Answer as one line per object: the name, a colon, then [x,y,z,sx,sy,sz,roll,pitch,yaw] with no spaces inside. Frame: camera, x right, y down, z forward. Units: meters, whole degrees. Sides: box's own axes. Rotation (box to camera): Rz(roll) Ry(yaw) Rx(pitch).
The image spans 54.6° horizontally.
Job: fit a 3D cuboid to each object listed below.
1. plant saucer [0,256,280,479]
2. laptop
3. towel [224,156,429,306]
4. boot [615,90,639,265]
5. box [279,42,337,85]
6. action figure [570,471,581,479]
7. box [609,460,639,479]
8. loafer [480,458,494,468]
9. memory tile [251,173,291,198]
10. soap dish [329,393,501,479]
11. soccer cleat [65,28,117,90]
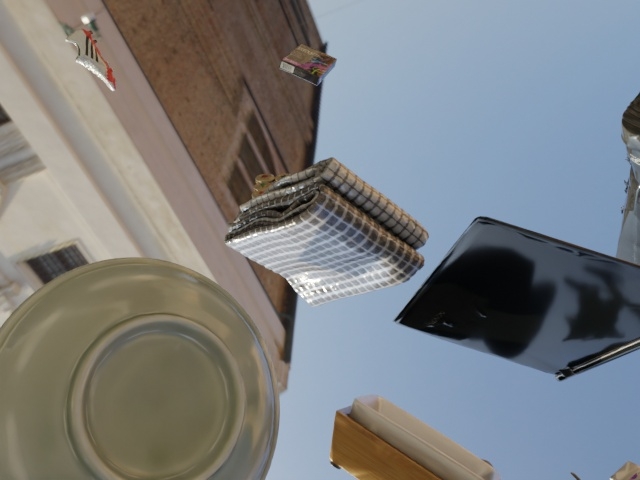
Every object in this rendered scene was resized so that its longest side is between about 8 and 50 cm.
plant saucer: [-0.209,0.205,0.773,0.100,0.400,0.400,-28,-161,53]
laptop: [0.361,0.028,0.827,0.408,0.382,0.236,-35,-104,-20]
towel: [0.000,0.000,1.022,0.283,0.235,0.121,-20,-133,48]
boot: [0.705,-0.162,1.181,0.367,0.445,0.146,-41,-133,-7]
box: [-0.032,-0.488,1.707,0.116,0.029,0.162,25,-143,4]
action figure: [0.433,0.518,1.022,0.140,0.276,0.164,5,-167,-20]
box: [0.609,0.582,1.210,0.067,0.324,0.063,-24,-154,-26]
loafer: [0.325,0.534,1.144,0.094,0.251,0.087,-10,171,-15]
memory tile: [-0.051,-0.100,1.148,0.147,0.012,0.113,0,-150,1]
soap dish: [0.161,0.384,1.056,0.290,0.229,0.118,30,-92,19]
soccer cleat: [-0.289,-0.226,0.786,0.035,0.083,0.029,-33,-159,-21]
